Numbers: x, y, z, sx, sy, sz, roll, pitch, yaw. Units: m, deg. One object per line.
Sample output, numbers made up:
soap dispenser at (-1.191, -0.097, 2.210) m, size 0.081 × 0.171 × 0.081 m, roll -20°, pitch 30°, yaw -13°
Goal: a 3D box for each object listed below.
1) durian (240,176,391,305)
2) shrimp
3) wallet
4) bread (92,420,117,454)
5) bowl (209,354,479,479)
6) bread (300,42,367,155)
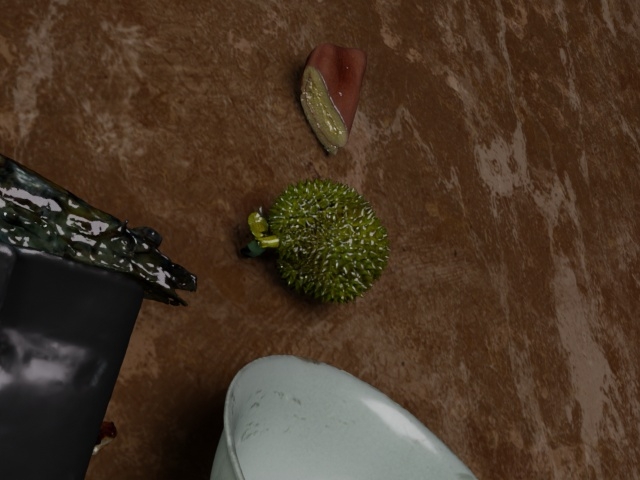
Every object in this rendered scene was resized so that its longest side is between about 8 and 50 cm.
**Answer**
durian at (0.009, -0.010, 1.245) m, size 0.198 × 0.146 × 0.159 m, roll 43°, pitch 44°, yaw -24°
shrimp at (-0.317, 0.002, 0.896) m, size 0.444 × 0.085 × 0.272 m, roll 20°, pitch 33°, yaw -28°
wallet at (-0.302, 0.201, 0.781) m, size 0.228 × 0.062 × 0.406 m, roll 21°, pitch 82°, yaw -40°
bread at (-0.317, 0.158, 0.891) m, size 0.269 × 0.095 × 0.139 m, roll 53°, pitch 38°, yaw -24°
bowl at (0.022, 0.344, 1.000) m, size 0.434 × 0.196 × 0.435 m, roll 35°, pitch 18°, yaw -13°
bread at (0.014, -0.238, 1.423) m, size 0.119 × 0.067 × 0.192 m, roll 43°, pitch 47°, yaw -32°
